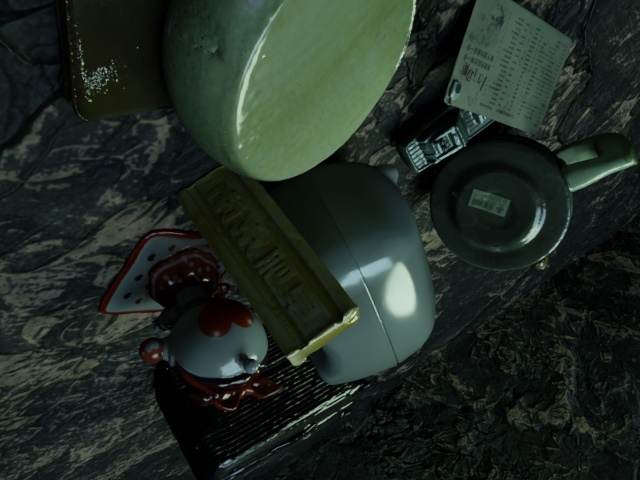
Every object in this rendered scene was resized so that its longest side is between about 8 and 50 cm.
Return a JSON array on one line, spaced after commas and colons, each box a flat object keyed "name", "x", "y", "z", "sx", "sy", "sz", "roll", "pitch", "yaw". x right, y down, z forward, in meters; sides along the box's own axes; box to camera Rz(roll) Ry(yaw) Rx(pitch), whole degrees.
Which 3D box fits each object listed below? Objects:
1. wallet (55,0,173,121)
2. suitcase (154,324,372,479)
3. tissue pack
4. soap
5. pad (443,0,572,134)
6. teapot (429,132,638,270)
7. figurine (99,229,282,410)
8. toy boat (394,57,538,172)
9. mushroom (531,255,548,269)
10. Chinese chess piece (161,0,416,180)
[{"name": "wallet", "x": -0.152, "y": -0.189, "z": 0.423, "sx": 0.110, "sy": 0.031, "sz": 0.198, "roll": -19, "pitch": 147, "yaw": -33}, {"name": "suitcase", "x": -0.108, "y": 0.277, "z": 0.982, "sx": 0.334, "sy": 0.230, "sz": 0.152, "roll": -19, "pitch": 147, "yaw": -35}, {"name": "tissue pack", "x": 0.049, "y": 0.049, "z": 0.788, "sx": 0.235, "sy": 0.230, "sz": 0.333, "roll": -26, "pitch": 141, "yaw": 0}, {"name": "soap", "x": -0.064, "y": 0.016, "z": 0.609, "sx": 0.092, "sy": 0.252, "sz": 0.037, "roll": -36, "pitch": 157, "yaw": -8}, {"name": "pad", "x": 0.288, "y": -0.255, "z": 0.790, "sx": 0.264, "sy": 0.009, "sz": 0.160, "roll": 3, "pitch": 109, "yaw": -41}, {"name": "teapot", "x": 0.369, "y": -0.121, "z": 0.986, "sx": 0.322, "sy": 0.239, "sz": 0.239, "roll": -55, "pitch": 172, "yaw": 34}, {"name": "figurine", "x": -0.141, "y": 0.122, "z": 0.705, "sx": 0.183, "sy": 0.226, "sz": 0.160, "roll": 5, "pitch": 129, "yaw": -54}, {"name": "toy boat", "x": 0.235, "y": -0.201, "z": 0.825, "sx": 0.260, "sy": 0.085, "sz": 0.078, "roll": -38, "pitch": 121, "yaw": -4}, {"name": "mushroom", "x": 0.449, "y": -0.039, "z": 1.206, "sx": 0.147, "sy": 0.218, "sz": 0.227, "roll": -19, "pitch": 147, "yaw": -33}, {"name": "Chinese chess piece", "x": -0.023, "y": -0.175, "z": 0.491, "sx": 0.250, "sy": 0.101, "sz": 0.250, "roll": -40, "pitch": 158, "yaw": -20}]
